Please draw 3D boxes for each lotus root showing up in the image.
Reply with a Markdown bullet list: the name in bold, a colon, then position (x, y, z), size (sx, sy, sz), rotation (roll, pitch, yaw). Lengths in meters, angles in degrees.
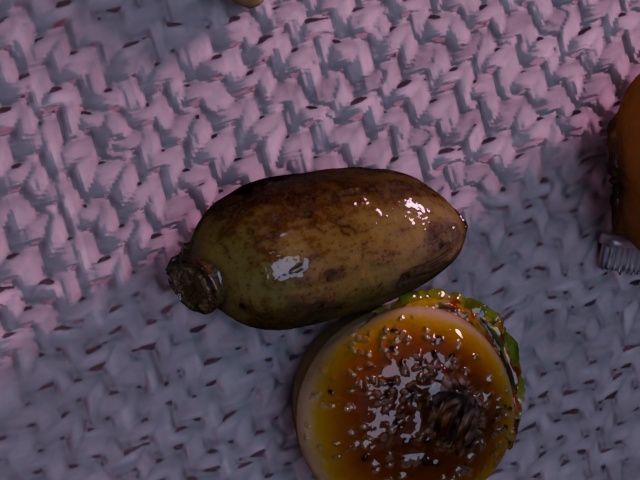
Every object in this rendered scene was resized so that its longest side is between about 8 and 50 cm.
- **lotus root**: position (0.000, 0.000, 0.837), size (0.179, 0.089, 0.081), rotation (-14, 118, -25)

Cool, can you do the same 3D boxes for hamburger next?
- **hamburger**: position (0.053, 0.094, 0.868), size (0.141, 0.081, 0.127), rotation (-21, 101, -17)

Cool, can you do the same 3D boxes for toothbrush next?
- **toothbrush**: position (0.308, 0.016, 0.992), size (0.286, 0.020, 0.025), rotation (4, 102, -20)

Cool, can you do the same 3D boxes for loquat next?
- **loquat**: position (0.238, -0.048, 0.900), size (0.141, 0.141, 0.141), rotation (-2, 95, -20)

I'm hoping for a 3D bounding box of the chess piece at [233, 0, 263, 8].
- **chess piece**: position (-0.026, -0.232, 0.819), size (0.090, 0.090, 0.200), rotation (23, 98, -21)
